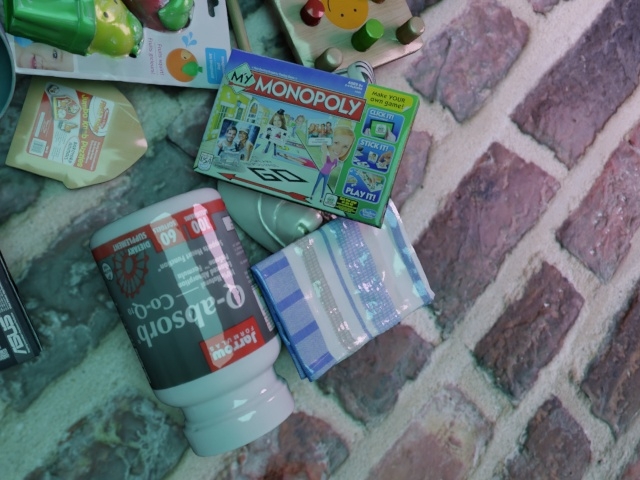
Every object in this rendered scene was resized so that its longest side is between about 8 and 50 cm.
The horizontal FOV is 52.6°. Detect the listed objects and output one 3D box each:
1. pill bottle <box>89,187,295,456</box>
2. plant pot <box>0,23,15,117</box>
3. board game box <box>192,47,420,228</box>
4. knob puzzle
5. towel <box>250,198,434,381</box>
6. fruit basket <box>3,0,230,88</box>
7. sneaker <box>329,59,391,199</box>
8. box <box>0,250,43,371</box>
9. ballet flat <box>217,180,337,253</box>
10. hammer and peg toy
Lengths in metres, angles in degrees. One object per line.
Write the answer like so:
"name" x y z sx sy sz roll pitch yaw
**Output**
"pill bottle" -0.184 0.120 0.986 0.210 0.210 0.363 -24 94 -22
"plant pot" -0.576 -0.285 0.867 0.290 0.290 0.195 -9 52 -22
"board game box" -0.024 -0.166 1.037 0.317 0.046 0.213 17 88 11
"knob puzzle" -0.376 -0.172 1.038 0.213 0.030 0.213 2 83 -21
"towel" 0.047 0.070 1.035 0.285 0.034 0.209 -28 99 -29
"fruit basket" -0.309 -0.409 1.018 0.353 0.165 0.327 -3 85 -26
"sneaker" 0.035 -0.175 1.161 0.162 0.106 0.281 -8 121 12
"box" -0.587 0.035 0.828 0.318 0.097 0.395 -24 117 -23
"ballet flat" 0.000 0.000 1.113 0.400 0.139 0.139 43 72 -12
"hammer and peg toy" -0.008 -0.409 1.151 0.361 0.127 0.266 -25 94 -21
